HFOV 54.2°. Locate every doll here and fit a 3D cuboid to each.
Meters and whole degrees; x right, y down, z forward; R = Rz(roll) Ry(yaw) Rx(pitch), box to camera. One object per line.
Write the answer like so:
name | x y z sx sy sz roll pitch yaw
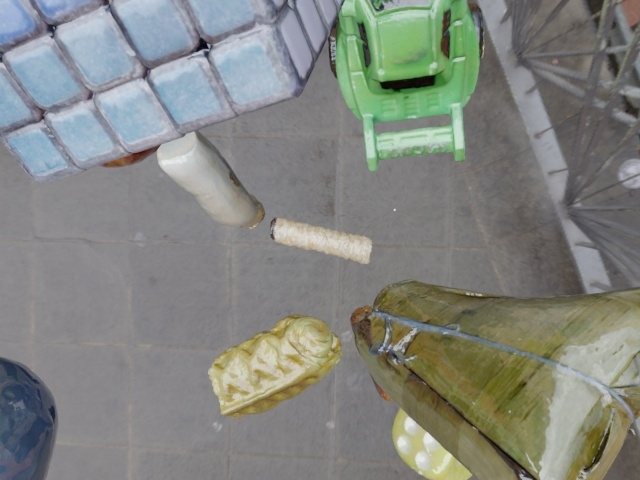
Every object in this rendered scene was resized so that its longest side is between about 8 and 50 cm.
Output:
doll | -0.319 0.219 0.517 0.154 0.228 0.258 18 107 -11

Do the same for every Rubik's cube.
Rubik's cube | -0.135 -0.218 0.438 0.237 0.238 0.237 -15 124 21

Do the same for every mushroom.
mushroom | -0.259 -0.136 1.576 0.126 0.397 0.177 -30 44 7

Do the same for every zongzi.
zongzi | 0.265 0.107 0.805 0.393 0.174 0.356 -46 50 -11

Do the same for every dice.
dice | 0.278 0.427 1.401 0.166 0.169 0.169 30 106 44

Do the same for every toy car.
toy car | 0.110 -0.285 0.823 0.213 0.176 0.359 -3 137 8

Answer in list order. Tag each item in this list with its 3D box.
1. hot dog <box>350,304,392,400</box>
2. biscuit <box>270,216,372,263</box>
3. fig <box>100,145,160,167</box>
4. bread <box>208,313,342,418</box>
hot dog | 0.147 0.258 1.452 0.099 0.160 0.227 -20 89 15
biscuit | 0.000 0.000 1.310 0.219 0.055 0.061 11 84 1
fig | -0.309 -0.212 0.983 0.175 0.207 0.175 2 114 5
bread | -0.081 0.236 1.187 0.267 0.152 0.130 -31 44 26
